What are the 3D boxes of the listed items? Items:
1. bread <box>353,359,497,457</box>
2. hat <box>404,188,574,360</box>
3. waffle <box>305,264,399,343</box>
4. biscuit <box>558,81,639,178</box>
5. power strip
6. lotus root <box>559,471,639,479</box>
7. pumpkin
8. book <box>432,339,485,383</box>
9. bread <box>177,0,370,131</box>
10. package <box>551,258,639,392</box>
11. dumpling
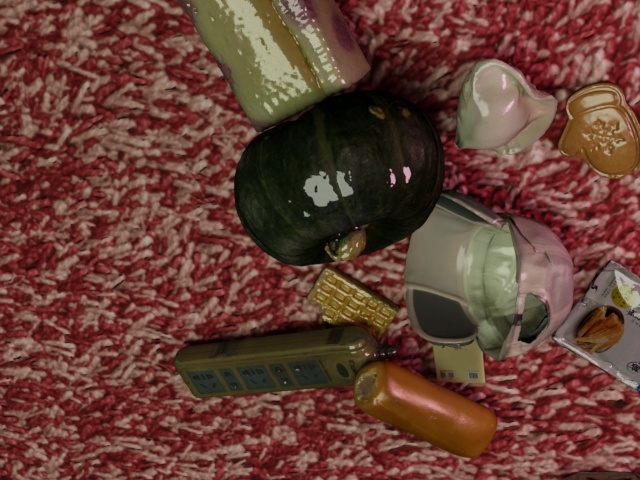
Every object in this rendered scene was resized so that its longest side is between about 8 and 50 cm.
[{"bbox_3d":[0.158,0.261,2.121,0.239,0.074,0.092,26,128,-23],"label":"bread"},{"bbox_3d":[0.234,0.041,1.978,0.275,0.161,0.232,26,115,32],"label":"hat"},{"bbox_3d":[0.045,0.102,2.146,0.135,0.021,0.092,30,124,1],"label":"waffle"},{"bbox_3d":[0.376,-0.143,1.890,0.118,0.023,0.140,-24,109,28],"label":"biscuit"},{"bbox_3d":[-0.054,0.195,2.194,0.387,0.066,0.092,-9,127,27],"label":"power strip"},{"bbox_3d":[0.436,0.424,2.160,0.143,0.070,0.144,3,115,11],"label":"lotus root"},{"bbox_3d":[0.030,-0.076,1.888,0.300,0.300,0.207,-27,69,30],"label":"pumpkin"},{"bbox_3d":[0.210,0.168,2.128,0.077,0.014,0.111,1,119,17],"label":"book"},{"bbox_3d":[-0.086,-0.327,1.874,0.187,0.155,0.338,-26,105,21],"label":"bread"},{"bbox_3d":[0.447,0.128,2.014,0.173,0.027,0.171,32,124,5],"label":"package"},{"bbox_3d":[0.252,-0.176,1.874,0.134,0.100,0.169,6,123,0],"label":"dumpling"}]
